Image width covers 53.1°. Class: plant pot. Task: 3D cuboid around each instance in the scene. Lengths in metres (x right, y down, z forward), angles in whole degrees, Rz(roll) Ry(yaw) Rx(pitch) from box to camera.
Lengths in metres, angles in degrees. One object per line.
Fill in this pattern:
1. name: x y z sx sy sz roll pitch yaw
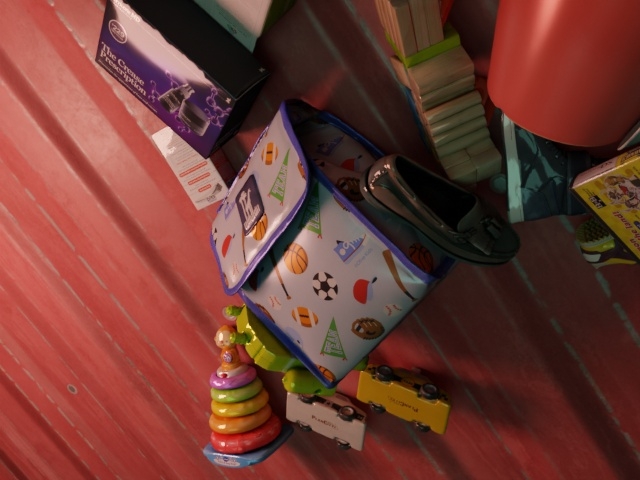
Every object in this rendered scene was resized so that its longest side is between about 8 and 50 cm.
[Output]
1. plant pot: 0.330 -0.266 0.769 0.275 0.275 0.243 23 135 12

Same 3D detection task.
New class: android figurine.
1. android figurine: -0.043 0.171 1.181 0.273 0.248 0.056 13 129 -29

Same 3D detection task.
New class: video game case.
1. video game case: 0.501 -0.025 0.807 0.275 0.035 0.248 43 148 -10

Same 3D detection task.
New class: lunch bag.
1. lunch bag: 0.000 0.000 1.088 0.385 0.239 0.327 46 127 11

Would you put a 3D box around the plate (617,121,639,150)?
1. plate: 0.441 -0.183 0.795 0.024 0.188 0.188 40 127 13

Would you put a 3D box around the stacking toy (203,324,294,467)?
1. stacking toy: -0.185 0.333 1.430 0.175 0.166 0.301 -3 102 31

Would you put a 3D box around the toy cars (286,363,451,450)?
1. toy cars: 0.098 0.333 1.322 0.394 0.087 0.176 -26 100 37

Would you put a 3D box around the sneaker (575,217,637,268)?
1. sneaker: 0.485 -0.012 0.958 0.186 0.069 0.084 -17 129 30

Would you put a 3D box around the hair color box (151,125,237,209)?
1. hair color box: -0.232 -0.151 1.212 0.093 0.053 0.167 -20 106 31

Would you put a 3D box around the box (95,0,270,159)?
1. box: -0.236 -0.292 1.074 0.261 0.103 0.184 41 142 -2

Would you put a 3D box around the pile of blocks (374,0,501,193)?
1. pile of blocks: 0.186 -0.234 0.946 0.113 0.149 0.362 -23 117 2

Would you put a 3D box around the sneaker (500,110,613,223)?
1. sneaker: 0.348 -0.139 0.931 0.164 0.086 0.226 -4 111 21

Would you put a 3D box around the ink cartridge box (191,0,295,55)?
1. ink cartridge box: -0.138 -0.405 1.006 0.189 0.097 0.255 41 161 -2

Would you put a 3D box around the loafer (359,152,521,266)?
1. loafer: 0.187 -0.041 0.929 0.268 0.096 0.084 25 152 -13
